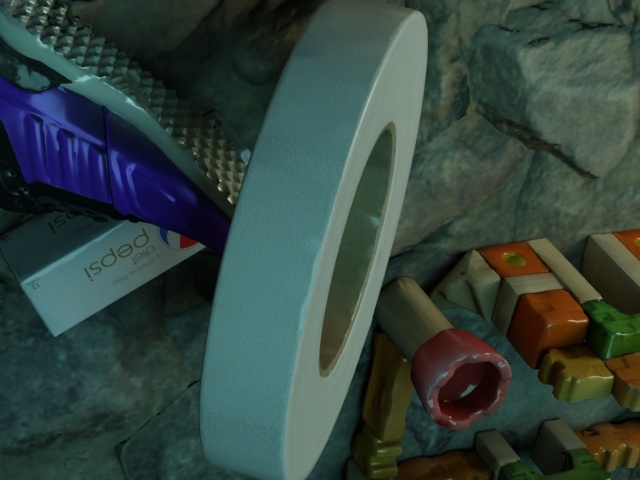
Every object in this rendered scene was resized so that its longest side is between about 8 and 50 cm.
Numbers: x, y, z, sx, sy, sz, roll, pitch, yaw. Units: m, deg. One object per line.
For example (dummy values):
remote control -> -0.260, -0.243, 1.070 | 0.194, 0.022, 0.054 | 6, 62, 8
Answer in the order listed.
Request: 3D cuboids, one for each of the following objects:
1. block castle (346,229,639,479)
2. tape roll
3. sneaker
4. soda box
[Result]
block castle -> 0.264, 0.177, 1.771 | 0.453, 0.213, 0.303 | -6, 124, -25
tape roll -> 0.000, 0.000, 1.419 | 0.072, 0.392, 0.392 | 15, 121, 8
sneaker -> -0.177, -0.063, 1.402 | 0.293, 0.102, 0.146 | 40, 108, -16
soda box -> -0.151, -0.015, 1.495 | 0.216, 0.074, 0.069 | -31, 130, -7
